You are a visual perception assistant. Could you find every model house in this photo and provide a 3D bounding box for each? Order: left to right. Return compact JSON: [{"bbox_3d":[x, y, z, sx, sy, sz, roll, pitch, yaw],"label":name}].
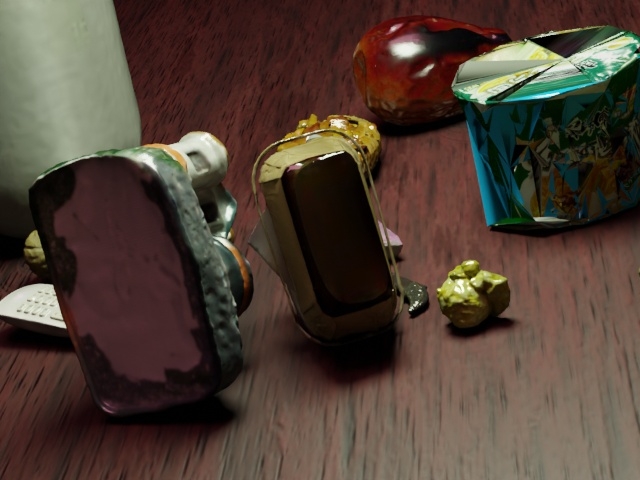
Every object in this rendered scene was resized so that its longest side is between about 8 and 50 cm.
[{"bbox_3d":[-0.139,0.013,1.760,0.190,0.271,0.301,-15,6,27],"label":"model house"}]

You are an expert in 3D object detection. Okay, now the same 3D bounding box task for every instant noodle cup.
[{"bbox_3d":[0.279,-0.127,1.909,0.240,0.178,0.240,-13,21,5],"label":"instant noodle cup"}]

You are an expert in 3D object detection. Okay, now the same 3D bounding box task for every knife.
[{"bbox_3d":[0.066,0.041,1.853,0.045,0.021,0.222,-26,24,-19],"label":"knife"}]

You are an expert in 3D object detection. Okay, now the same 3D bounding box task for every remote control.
[{"bbox_3d":[-0.293,0.094,1.940,0.229,0.044,0.073,10,34,32],"label":"remote control"}]

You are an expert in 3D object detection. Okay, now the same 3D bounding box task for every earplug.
[{"bbox_3d":[-0.407,-0.205,2.273,0.312,0.394,0.313,-12,23,5],"label":"earplug"}]

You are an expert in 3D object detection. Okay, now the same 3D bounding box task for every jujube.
[{"bbox_3d":[0.167,-0.250,2.338,0.236,0.168,0.168,-12,20,-8],"label":"jujube"}]

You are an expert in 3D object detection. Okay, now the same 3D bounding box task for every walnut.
[{"bbox_3d":[-0.340,0.017,2.111,0.092,0.092,0.092,-13,21,5],"label":"walnut"}]

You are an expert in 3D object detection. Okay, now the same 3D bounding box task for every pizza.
[{"bbox_3d":[0.003,-0.119,2.212,0.161,0.086,0.305,-13,20,8],"label":"pizza"}]

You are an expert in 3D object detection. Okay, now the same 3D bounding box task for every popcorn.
[{"bbox_3d":[0.160,0.059,1.694,0.083,0.059,0.068,-14,59,26],"label":"popcorn"}]

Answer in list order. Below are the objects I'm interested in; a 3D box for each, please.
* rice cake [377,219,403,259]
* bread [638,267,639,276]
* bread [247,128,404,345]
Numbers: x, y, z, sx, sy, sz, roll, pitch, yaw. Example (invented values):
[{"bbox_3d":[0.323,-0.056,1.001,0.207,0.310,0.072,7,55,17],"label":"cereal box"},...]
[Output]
[{"bbox_3d":[0.051,-0.016,1.986,0.047,0.036,0.207,-14,19,-10],"label":"rice cake"},{"bbox_3d":[0.377,0.036,1.608,0.149,0.065,0.187,-10,22,44],"label":"bread"},{"bbox_3d":[0.000,0.000,1.734,0.142,0.224,0.212,-16,-1,-9],"label":"bread"}]
